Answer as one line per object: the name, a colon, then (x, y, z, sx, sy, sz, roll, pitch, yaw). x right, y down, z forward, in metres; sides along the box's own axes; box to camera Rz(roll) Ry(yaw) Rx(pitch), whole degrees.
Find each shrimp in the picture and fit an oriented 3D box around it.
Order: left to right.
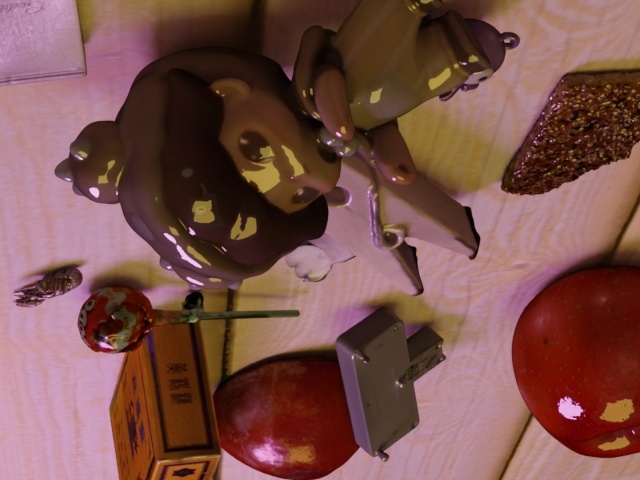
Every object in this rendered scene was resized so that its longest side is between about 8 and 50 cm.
shrimp: (-0.311, 0.057, 2.039, 0.092, 0.038, 0.029, -23, 110, 24)

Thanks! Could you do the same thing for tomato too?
tomato: (-0.037, 0.255, 2.440, 0.200, 0.140, 0.233, 21, 141, -38)

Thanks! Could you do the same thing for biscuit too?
biscuit: (0.285, -0.110, 1.946, 0.131, 0.026, 0.237, -2, 152, -14)

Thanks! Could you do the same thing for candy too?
candy: (-0.150, 0.090, 2.137, 0.287, 0.078, 0.084, -1, -177, -29)

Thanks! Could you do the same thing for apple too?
apple: (0.371, 0.158, 2.321, 0.260, 0.217, 0.260, -6, 155, -3)

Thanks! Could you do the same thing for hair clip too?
hair clip: (0.000, -0.001, 2.035, 0.116, 0.049, 0.172, -16, 157, 20)
hair clip: (0.047, -0.044, 1.922, 0.101, 0.085, 0.331, -26, 144, 25)

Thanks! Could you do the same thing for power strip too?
power strip: (0.101, 0.172, 2.347, 0.145, 0.061, 0.216, -35, 140, -22)

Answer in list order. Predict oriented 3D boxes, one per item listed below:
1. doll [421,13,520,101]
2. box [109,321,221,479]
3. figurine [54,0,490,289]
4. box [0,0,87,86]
doll: (0.091, -0.168, 1.709, 0.206, 0.067, 0.110, -11, 148, 25)
box: (-0.200, 0.240, 2.279, 0.084, 0.193, 0.301, -5, 154, -16)
figurine: (-0.038, -0.107, 1.640, 0.380, 0.203, 0.248, -32, 136, 18)
box: (-0.261, -0.197, 1.542, 0.109, 0.029, 0.198, -8, 153, -6)
